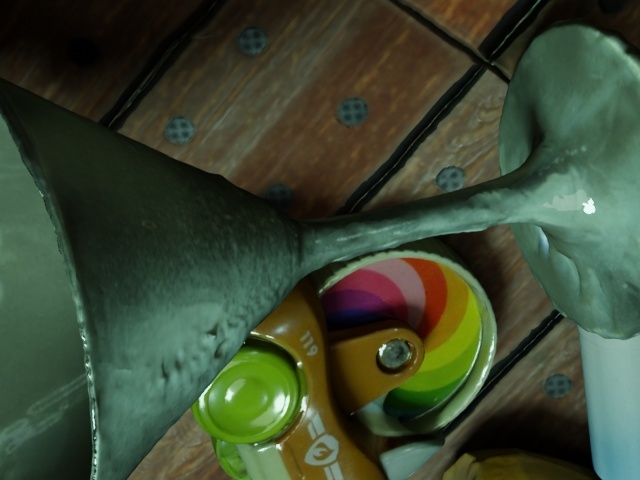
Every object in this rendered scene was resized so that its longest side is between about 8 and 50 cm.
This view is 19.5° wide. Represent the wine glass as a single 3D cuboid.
[{"bbox_3d":[0.000,0.000,1.079,0.406,0.267,0.267,-12,123,-24],"label":"wine glass"}]

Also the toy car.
[{"bbox_3d":[0.019,0.091,1.283,0.235,0.145,0.235,-6,116,-12],"label":"toy car"}]

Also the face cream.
[{"bbox_3d":[0.213,0.050,1.269,0.077,0.077,0.250,-6,119,6],"label":"face cream"}]

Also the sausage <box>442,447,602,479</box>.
[{"bbox_3d":[0.251,0.251,1.366,0.354,0.116,0.134,19,107,-12],"label":"sausage"}]
